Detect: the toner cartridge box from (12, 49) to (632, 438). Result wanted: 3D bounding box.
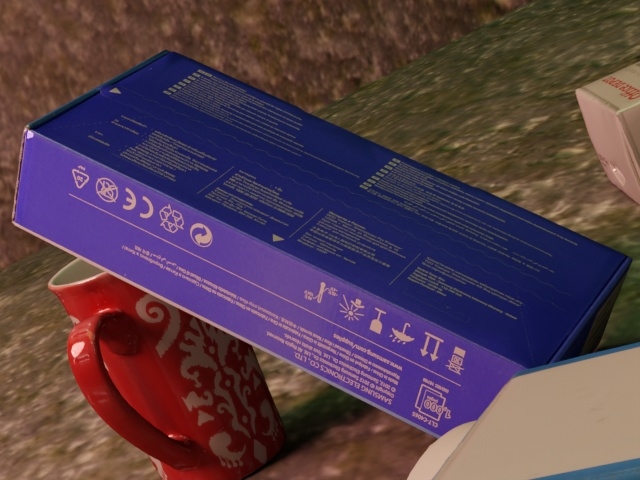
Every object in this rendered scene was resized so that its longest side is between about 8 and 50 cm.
[{"bbox_3d":[0.000,0.000,0.963,0.347,0.075,0.165,26,33,18],"label":"toner cartridge box"}]

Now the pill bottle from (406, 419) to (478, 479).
[{"bbox_3d":[0.133,0.120,0.558,0.131,0.131,0.229,-32,14,-31],"label":"pill bottle"}]

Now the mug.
[{"bbox_3d":[-0.111,0.088,1.053,0.150,0.169,0.113,-34,16,-35],"label":"mug"}]

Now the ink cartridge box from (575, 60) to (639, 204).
[{"bbox_3d":[0.333,-0.117,1.263,0.217,0.092,0.158,-25,12,3],"label":"ink cartridge box"}]

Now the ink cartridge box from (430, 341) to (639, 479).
[{"bbox_3d":[0.133,0.123,0.380,0.148,0.203,0.086,-17,12,29],"label":"ink cartridge box"}]
